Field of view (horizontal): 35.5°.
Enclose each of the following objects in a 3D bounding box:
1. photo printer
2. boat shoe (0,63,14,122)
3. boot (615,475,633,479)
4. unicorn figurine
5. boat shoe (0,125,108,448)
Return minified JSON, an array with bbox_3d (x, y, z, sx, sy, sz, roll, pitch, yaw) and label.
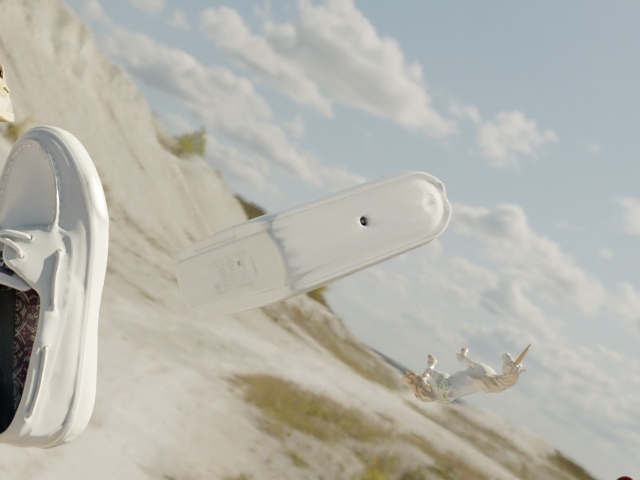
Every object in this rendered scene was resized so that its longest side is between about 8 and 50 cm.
[{"bbox_3d":[0.000,0.000,1.293,0.308,0.107,0.256,-20,1,-37],"label":"photo printer"},{"bbox_3d":[-0.312,-0.141,0.916,0.063,0.059,0.170,9,4,-12],"label":"boat shoe"},{"bbox_3d":[0.513,0.472,1.636,0.088,0.176,0.244,14,1,42],"label":"boot"},{"bbox_3d":[0.195,0.177,1.312,0.060,0.162,0.111,62,-4,-21],"label":"unicorn figurine"},{"bbox_3d":[-0.164,0.022,0.554,0.066,0.184,0.063,0,-8,23],"label":"boat shoe"}]
